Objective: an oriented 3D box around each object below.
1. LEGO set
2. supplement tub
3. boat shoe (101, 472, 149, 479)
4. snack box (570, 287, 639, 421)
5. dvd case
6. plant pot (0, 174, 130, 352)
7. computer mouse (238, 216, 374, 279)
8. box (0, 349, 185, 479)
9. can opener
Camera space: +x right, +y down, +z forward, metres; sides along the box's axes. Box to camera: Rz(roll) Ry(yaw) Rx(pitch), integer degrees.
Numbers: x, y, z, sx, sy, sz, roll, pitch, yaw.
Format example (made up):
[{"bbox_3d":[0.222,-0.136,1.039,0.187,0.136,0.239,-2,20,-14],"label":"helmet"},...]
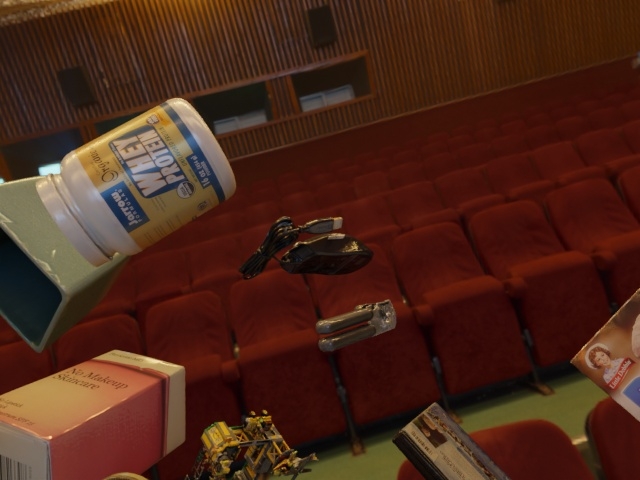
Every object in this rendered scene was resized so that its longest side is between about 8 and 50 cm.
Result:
[{"bbox_3d":[-0.171,0.559,1.044,0.255,0.331,0.192,27,9,-46],"label":"LEGO set"},{"bbox_3d":[-0.223,-0.071,0.610,0.199,0.144,0.144,-34,-1,-13],"label":"supplement tub"},{"bbox_3d":[-0.136,0.343,0.378,0.113,0.302,0.103,-25,-13,4],"label":"boat shoe"},{"bbox_3d":[0.260,0.041,0.332,0.022,0.064,0.178,13,-63,-54],"label":"snack box"},{"bbox_3d":[0.200,0.317,0.677,0.022,0.180,0.253,-49,-23,8],"label":"dvd case"},{"bbox_3d":[-0.507,0.015,0.965,0.248,0.247,0.252,-44,0,38],"label":"plant pot"},{"bbox_3d":[0.000,0.000,0.840,0.262,0.060,0.184,-1,-29,-33],"label":"computer mouse"},{"bbox_3d":[-0.313,0.253,0.656,0.148,0.127,0.232,6,9,22],"label":"box"},{"bbox_3d":[0.082,0.200,1.161,0.095,0.076,0.283,-11,-3,44],"label":"can opener"}]
